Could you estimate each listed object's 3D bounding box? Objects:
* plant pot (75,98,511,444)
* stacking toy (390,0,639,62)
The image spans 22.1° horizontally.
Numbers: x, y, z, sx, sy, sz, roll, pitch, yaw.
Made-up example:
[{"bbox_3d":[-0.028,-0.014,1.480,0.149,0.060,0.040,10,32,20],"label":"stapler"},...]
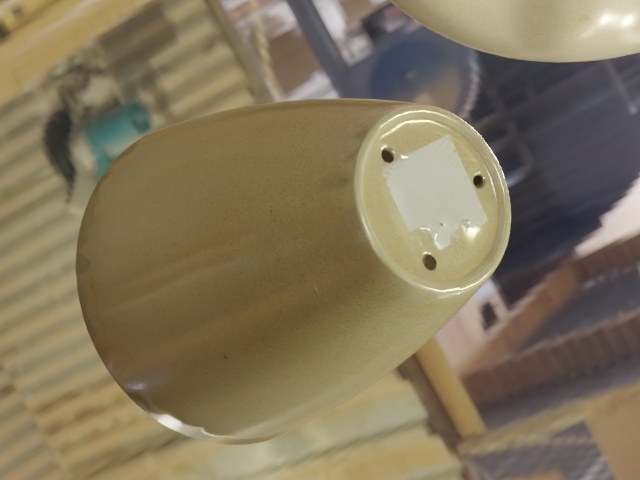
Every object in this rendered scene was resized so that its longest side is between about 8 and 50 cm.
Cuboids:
[{"bbox_3d":[0.000,0.000,1.163,0.256,0.256,0.274,-32,-175,-35],"label":"plant pot"},{"bbox_3d":[0.125,-0.373,1.036,0.350,0.350,0.480,-28,-137,10],"label":"stacking toy"}]
